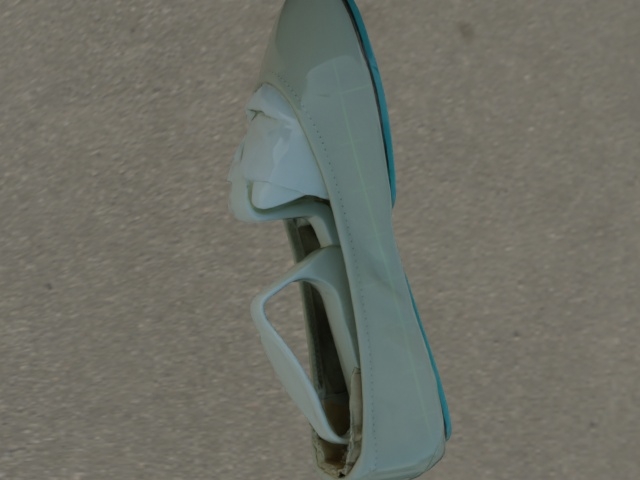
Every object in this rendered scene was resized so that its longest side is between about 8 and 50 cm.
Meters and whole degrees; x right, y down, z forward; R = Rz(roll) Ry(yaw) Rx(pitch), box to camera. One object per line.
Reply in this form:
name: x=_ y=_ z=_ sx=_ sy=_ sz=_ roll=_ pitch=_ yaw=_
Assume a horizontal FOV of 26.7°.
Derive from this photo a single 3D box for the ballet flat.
ballet flat: x=0.000 y=0.000 z=0.634 sx=0.086 sy=0.086 sz=0.249 roll=-18 pitch=96 yaw=-35
